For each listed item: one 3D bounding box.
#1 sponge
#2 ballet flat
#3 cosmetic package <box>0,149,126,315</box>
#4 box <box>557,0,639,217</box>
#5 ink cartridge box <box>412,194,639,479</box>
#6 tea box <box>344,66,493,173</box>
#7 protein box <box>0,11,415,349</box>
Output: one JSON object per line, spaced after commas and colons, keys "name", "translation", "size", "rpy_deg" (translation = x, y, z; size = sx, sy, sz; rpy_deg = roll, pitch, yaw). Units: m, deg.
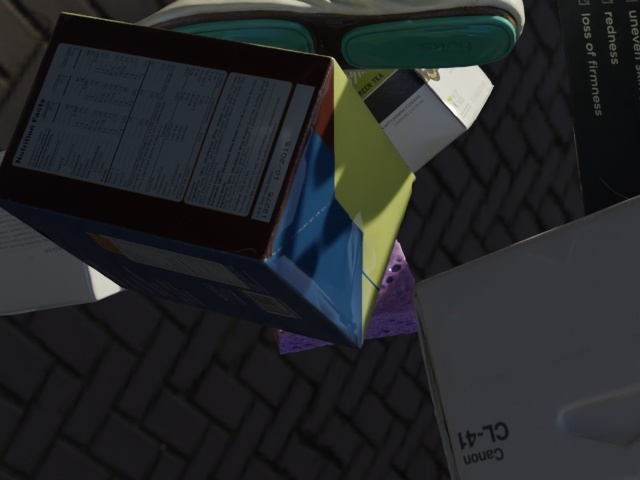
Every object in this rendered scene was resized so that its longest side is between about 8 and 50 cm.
{"name": "sponge", "translation": [0.000, 0.000, 1.092], "size": [0.117, 0.210, 0.031], "rpy_deg": [-10, 136, -10]}
{"name": "ballet flat", "translation": [-0.001, -0.230, 1.338], "size": [0.139, 0.400, 0.139], "rpy_deg": [-5, 90, -90]}
{"name": "cosmetic package", "translation": [-0.288, -0.025, 1.529], "size": [0.151, 0.151, 0.183], "rpy_deg": [-22, 101, -59]}
{"name": "box", "translation": [0.544, -0.098, 1.404], "size": [0.297, 0.472, 0.480], "rpy_deg": [-23, 110, -38]}
{"name": "ink cartridge box", "translation": [0.237, 0.046, 0.718], "size": [0.306, 0.226, 0.131], "rpy_deg": [1, 72, -44]}
{"name": "tea box", "translation": [-0.011, -0.194, 1.760], "size": [0.323, 0.329, 0.220], "rpy_deg": [47, 27, -6]}
{"name": "protein box", "translation": [-0.071, -0.036, 0.900], "size": [0.136, 0.201, 0.200], "rpy_deg": [-71, 156, -13]}
